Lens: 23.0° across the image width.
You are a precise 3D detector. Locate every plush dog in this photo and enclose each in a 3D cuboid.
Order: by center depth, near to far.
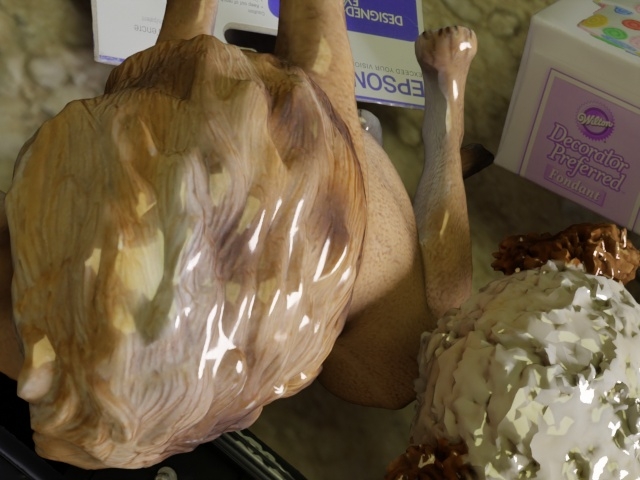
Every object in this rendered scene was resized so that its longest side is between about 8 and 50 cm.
[{"bbox_3d":[0.117,0.117,0.682,0.225,0.211,0.262,53,48,-27],"label":"plush dog"}]

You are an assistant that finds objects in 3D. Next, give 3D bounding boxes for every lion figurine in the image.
[{"bbox_3d":[0.000,0.000,0.689,0.392,0.142,0.240,26,56,-55],"label":"lion figurine"}]

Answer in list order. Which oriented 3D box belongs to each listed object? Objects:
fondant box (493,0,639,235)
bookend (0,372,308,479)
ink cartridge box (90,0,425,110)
[{"bbox_3d":[0.283,-0.086,0.903,0.238,0.096,0.330,28,34,22],"label":"fondant box"},{"bbox_3d":[-0.115,0.118,0.655,0.156,0.072,0.157,41,51,-7],"label":"bookend"},{"bbox_3d":[-0.041,-0.171,0.870,0.206,0.045,0.208,6,68,-28],"label":"ink cartridge box"}]
